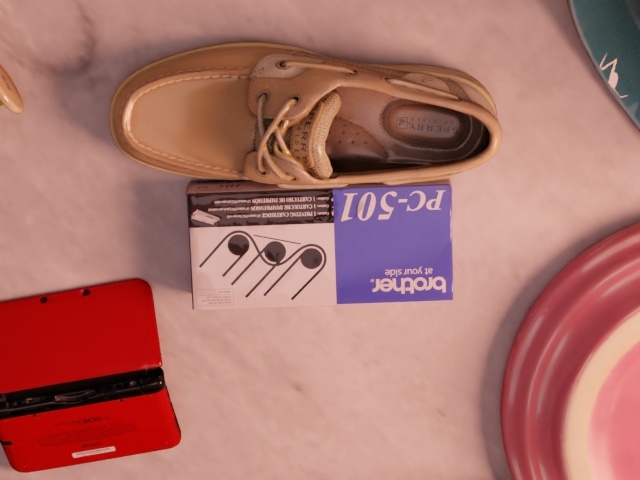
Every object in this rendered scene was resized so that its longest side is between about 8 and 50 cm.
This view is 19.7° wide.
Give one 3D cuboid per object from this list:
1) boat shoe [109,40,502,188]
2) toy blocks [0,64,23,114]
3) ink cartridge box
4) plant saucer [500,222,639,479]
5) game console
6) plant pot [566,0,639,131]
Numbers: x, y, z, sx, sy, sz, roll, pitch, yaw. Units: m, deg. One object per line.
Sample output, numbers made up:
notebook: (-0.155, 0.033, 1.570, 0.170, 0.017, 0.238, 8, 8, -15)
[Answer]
boat shoe: (-0.012, -0.090, 1.402, 0.302, 0.098, 0.109, 3, 103, -1)
toy blocks: (-0.322, -0.112, 1.418, 0.148, 0.054, 0.123, -31, 101, 7)
ink cartridge box: (0.000, 0.000, 1.451, 0.207, 0.046, 0.097, -2, 105, 0)
plant saucer: (0.312, 0.144, 1.469, 0.332, 0.084, 0.332, 0, 104, 0)
game console: (-0.194, 0.112, 1.494, 0.144, 0.085, 0.124, -10, 134, 3)
plant pot: (0.360, -0.170, 1.316, 0.255, 0.271, 0.272, -41, 101, -7)
